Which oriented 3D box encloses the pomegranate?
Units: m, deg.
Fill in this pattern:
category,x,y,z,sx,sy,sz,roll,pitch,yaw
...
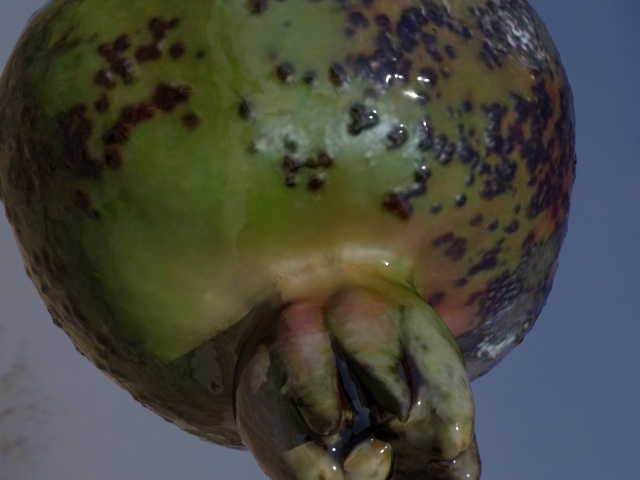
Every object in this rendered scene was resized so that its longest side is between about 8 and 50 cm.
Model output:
category,x,y,z,sx,sy,sz,roll,pitch,yaw
pomegranate,0.000,0.000,0.769,0.341,0.285,0.285,-109,-179,-49
